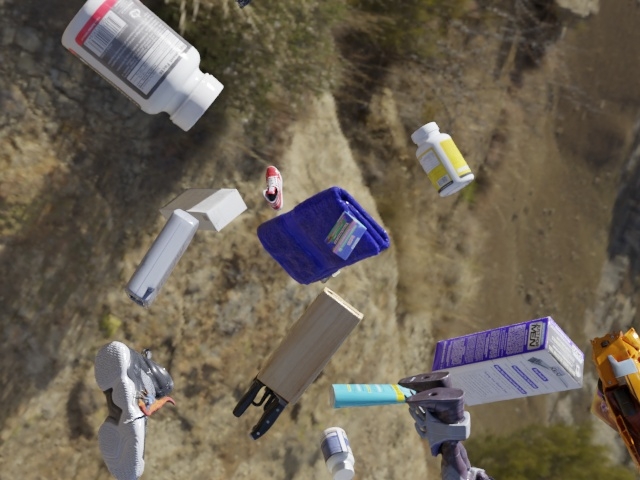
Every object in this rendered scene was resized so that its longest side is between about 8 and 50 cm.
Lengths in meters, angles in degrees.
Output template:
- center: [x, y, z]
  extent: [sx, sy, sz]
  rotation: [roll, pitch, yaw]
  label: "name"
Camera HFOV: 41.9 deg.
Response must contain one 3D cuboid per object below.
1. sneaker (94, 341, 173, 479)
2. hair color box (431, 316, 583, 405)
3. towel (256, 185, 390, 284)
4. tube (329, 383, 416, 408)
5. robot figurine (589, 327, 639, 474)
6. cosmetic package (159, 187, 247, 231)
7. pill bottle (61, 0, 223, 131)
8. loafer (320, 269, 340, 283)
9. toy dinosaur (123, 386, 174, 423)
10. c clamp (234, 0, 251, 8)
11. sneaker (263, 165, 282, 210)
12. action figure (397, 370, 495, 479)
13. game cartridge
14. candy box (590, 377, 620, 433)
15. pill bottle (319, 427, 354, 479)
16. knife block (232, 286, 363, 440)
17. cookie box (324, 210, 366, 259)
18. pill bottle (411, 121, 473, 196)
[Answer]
- center: [-0.355, 0.333, 1.643]
  extent: [0.153, 0.101, 0.268]
  rotation: [17, 58, -60]
  label: "sneaker"
- center: [0.480, 0.318, 2.157]
  extent: [0.185, 0.339, 0.110]
  rotation: [43, 47, -30]
  label: "hair color box"
- center: [0.000, 0.000, 2.151]
  extent: [0.228, 0.308, 0.076]
  rotation: [44, 43, -21]
  label: "towel"
- center: [0.124, 0.343, 1.854]
  extent: [0.080, 0.207, 0.052]
  rotation: [-123, -144, -65]
  label: "tube"
- center: [0.468, 0.279, 1.173]
  extent: [0.211, 0.085, 0.291]
  rotation: [45, 24, -54]
  label: "robot figurine"
- center: [-0.284, -0.075, 2.003]
  extent: [0.099, 0.239, 0.060]
  rotation: [-43, 117, -26]
  label: "cosmetic package"
- center: [-0.370, -0.382, 1.777]
  extent: [0.176, 0.318, 0.176]
  rotation: [-46, -165, 16]
  label: "pill bottle"
- center: [0.025, 0.060, 2.547]
  extent: [0.092, 0.102, 0.268]
  rotation: [-36, -178, 10]
  label: "loafer"
- center: [-0.262, 0.251, 1.290]
  extent: [0.090, 0.082, 0.047]
  rotation: [-7, 97, -22]
  label: "toy dinosaur"
- center: [-0.212, -0.575, 1.874]
  extent: [0.161, 0.022, 0.137]
  rotation: [20, 75, -36]
  label: "c clamp"
- center: [-0.121, -0.139, 2.106]
  extent: [0.067, 0.042, 0.118]
  rotation: [51, 28, -73]
  label: "sneaker"
- center: [0.186, 0.325, 1.135]
  extent: [0.185, 0.099, 0.285]
  rotation: [-43, 117, -73]
  label: "action figure"
- center: [-0.310, 0.036, 1.643]
  extent: [0.196, 0.060, 0.294]
  rotation: [-55, -175, -13]
  label: "game cartridge"
- center: [0.629, 0.311, 1.723]
  extent: [0.053, 0.109, 0.186]
  rotation: [-20, 129, -28]
  label: "candy box"
- center: [0.040, 0.502, 1.954]
  extent: [0.067, 0.120, 0.067]
  rotation: [-8, 127, -10]
  label: "pill bottle"
- center: [-0.054, 0.238, 1.536]
  extent: [0.242, 0.088, 0.275]
  rotation: [-54, -179, -33]
  label: "knife block"
- center: [0.058, -0.013, 1.970]
  extent: [0.091, 0.040, 0.107]
  rotation: [-56, -163, 5]
  label: "cookie box"
- center: [0.316, -0.215, 2.202]
  extent: [0.103, 0.184, 0.103]
  rotation: [-28, 171, -5]
  label: "pill bottle"
